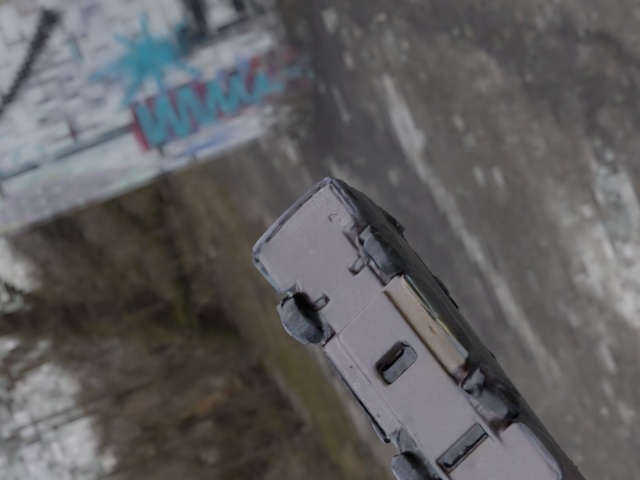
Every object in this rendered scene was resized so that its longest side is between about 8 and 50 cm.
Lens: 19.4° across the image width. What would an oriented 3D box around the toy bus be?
[{"bbox_3d":[0.080,0.097,1.392,0.138,0.112,0.317,27,-155,-55],"label":"toy bus"}]
